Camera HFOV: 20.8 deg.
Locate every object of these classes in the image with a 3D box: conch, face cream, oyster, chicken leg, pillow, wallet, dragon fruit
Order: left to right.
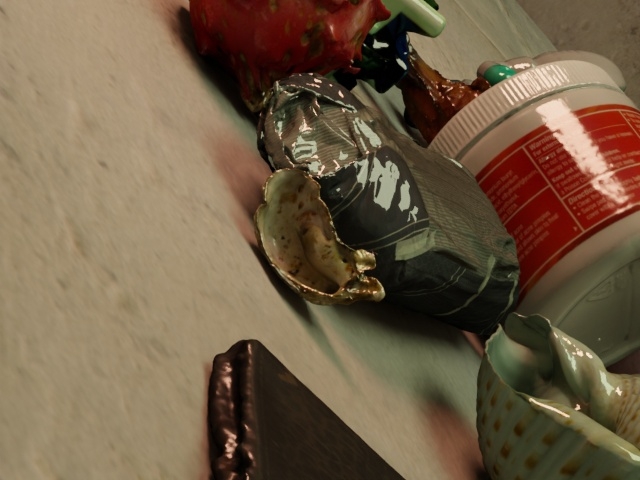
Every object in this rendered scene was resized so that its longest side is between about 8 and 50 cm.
[{"bbox_3d":[-0.041,-0.143,1.222,0.153,0.153,0.111,38,61,-44],"label":"dragon fruit"},{"bbox_3d":[0.000,0.000,1.056,0.038,0.080,0.083,79,13,-76],"label":"oyster"},{"bbox_3d":[0.054,-0.020,1.210,0.161,0.092,0.335,58,15,22],"label":"pillow"},{"bbox_3d":[0.110,-0.124,1.611,0.304,0.113,0.093,48,26,11],"label":"chicken leg"},{"bbox_3d":[0.060,0.189,0.853,0.321,0.044,0.170,45,16,-18],"label":"wallet"},{"bbox_3d":[0.204,-0.014,1.421,0.201,0.201,0.187,29,25,-57],"label":"face cream"},{"bbox_3d":[0.178,0.144,1.145,0.200,0.131,0.172,30,29,30],"label":"conch"}]

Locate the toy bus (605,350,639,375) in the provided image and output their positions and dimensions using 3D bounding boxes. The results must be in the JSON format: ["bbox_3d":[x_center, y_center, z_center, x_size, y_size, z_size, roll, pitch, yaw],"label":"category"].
[{"bbox_3d":[0.293,0.126,1.543,0.147,0.127,0.303,17,40,-58],"label":"toy bus"}]

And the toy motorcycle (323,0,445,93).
[{"bbox_3d":[-0.046,-0.254,1.407,0.331,0.125,0.196,47,16,-5],"label":"toy motorcycle"}]

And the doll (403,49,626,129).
[{"bbox_3d":[0.218,-0.118,1.737,0.258,0.195,0.153,45,7,-22],"label":"doll"}]
